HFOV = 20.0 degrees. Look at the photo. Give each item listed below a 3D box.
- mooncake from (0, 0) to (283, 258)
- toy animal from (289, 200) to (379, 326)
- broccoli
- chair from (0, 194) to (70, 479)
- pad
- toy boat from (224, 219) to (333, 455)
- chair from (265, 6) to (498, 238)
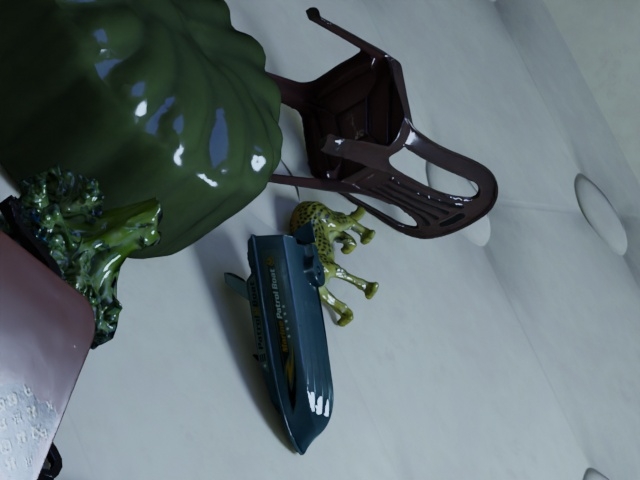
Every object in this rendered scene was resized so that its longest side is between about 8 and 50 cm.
[{"bbox_3d":[-0.195,-0.159,1.844,0.351,0.187,0.351,42,31,-32],"label":"mooncake"},{"bbox_3d":[0.000,0.000,2.116,0.136,0.073,0.181,33,38,-26],"label":"toy animal"},{"bbox_3d":[-0.217,0.008,1.653,0.167,0.160,0.155,-122,-162,-62],"label":"broccoli"},{"bbox_3d":[-0.268,0.091,1.540,0.229,0.113,0.106,57,29,8],"label":"chair"},{"bbox_3d":[-0.274,0.129,1.448,0.181,0.004,0.267,43,56,-41],"label":"pad"},{"bbox_3d":[-0.037,0.108,1.931,0.093,0.103,0.246,28,50,-65],"label":"toy boat"},{"bbox_3d":[0.060,-0.132,2.240,0.326,0.175,0.183,18,54,-46],"label":"chair"}]
